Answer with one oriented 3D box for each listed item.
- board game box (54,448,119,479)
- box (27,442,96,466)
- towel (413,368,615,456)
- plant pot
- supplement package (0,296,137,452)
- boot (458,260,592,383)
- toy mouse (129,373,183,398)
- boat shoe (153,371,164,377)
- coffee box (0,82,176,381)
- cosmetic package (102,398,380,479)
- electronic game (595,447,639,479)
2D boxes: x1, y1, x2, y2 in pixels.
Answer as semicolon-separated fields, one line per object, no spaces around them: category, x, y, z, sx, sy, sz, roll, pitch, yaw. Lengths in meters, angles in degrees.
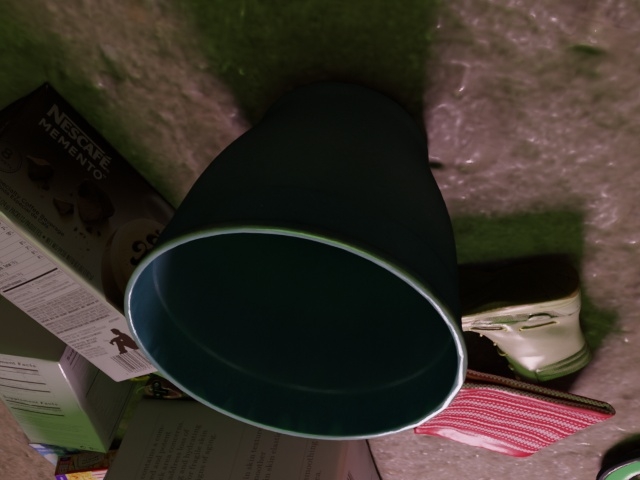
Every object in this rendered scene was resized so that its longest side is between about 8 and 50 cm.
board game box;-0.401;0.469;1.312;0.194;0.045;0.146;-7;131;-2
box;-0.489;0.438;1.348;0.109;0.042;0.178;-9;132;22
towel;0.245;0.245;0.913;0.199;0.031;0.275;13;153;1
plant pot;0.000;0.000;0.609;0.272;0.255;0.271;8;136;8
supplement package;-0.384;0.188;0.992;0.134;0.139;0.244;5;135;8
boot;0.207;0.106;0.798;0.213;0.077;0.165;-9;135;23
toy mouse;-0.238;0.219;1.060;0.143;0.031;0.161;22;140;-18
boat shoe;-0.207;0.161;0.971;0.219;0.077;0.070;33;111;-13
coffee box;-0.266;0.000;0.746;0.119;0.168;0.297;-20;126;31
cosmetic package;-0.124;0.487;1.093;0.394;0.329;0.327;-2;135;18
electronic game;0.537;0.372;1.002;0.229;0.048;0.229;8;137;8
